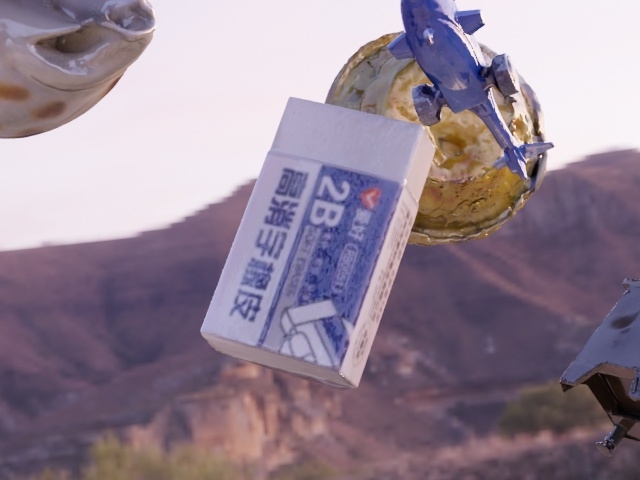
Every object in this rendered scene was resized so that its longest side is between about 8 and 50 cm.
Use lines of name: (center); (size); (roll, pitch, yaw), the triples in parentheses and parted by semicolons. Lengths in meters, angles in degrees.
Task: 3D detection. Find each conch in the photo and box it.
conch: (-0.238, -0.168, 1.203); (0.275, 0.183, 0.149); (-2, 13, 14)

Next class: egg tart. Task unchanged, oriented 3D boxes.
egg tart: (0.104, -0.096, 1.425); (0.212, 0.213, 0.090); (-6, -7, -10)

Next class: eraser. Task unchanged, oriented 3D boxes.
eraser: (0.000, 0.000, 1.264); (0.124, 0.210, 0.068); (14, -16, 22)

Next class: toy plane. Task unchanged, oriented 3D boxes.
toy plane: (0.079, -0.081, 0.832); (0.054, 0.062, 0.167); (-20, -40, 17)

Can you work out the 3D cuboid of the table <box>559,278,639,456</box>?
table: (0.189, 0.076, 0.874); (0.082, 0.070, 0.083); (-47, 30, -24)
